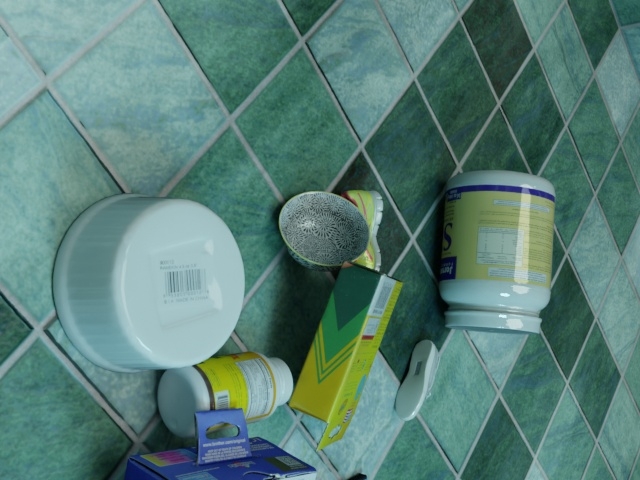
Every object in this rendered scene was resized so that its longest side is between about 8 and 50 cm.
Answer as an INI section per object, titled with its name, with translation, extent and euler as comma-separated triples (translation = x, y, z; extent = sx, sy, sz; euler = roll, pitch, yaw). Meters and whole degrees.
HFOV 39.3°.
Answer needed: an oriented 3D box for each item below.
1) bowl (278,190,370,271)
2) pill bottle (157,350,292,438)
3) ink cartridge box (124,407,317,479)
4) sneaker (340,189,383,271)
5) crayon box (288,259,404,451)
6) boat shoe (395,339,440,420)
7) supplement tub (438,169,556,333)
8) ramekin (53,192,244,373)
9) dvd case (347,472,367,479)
[bowl]
translation = 0.000, 0.000, 1.627
extent = 0.170, 0.170, 0.080
euler = -47, 165, -38
[pill bottle]
translation = -0.147, 0.243, 1.446
extent = 0.215, 0.117, 0.117
euler = -2, 90, -48
[ink cartridge box]
translation = -0.164, 0.454, 1.330
extent = 0.270, 0.151, 0.396
euler = 6, 100, -48
[sneaker]
translation = 0.061, -0.001, 1.727
extent = 0.094, 0.081, 0.209
euler = 13, 73, -38
[crayon box]
translation = 0.041, 0.202, 1.585
extent = 0.202, 0.081, 0.319
euler = 26, 84, -74
[boat shoe]
translation = 0.210, 0.301, 1.885
extent = 0.063, 0.066, 0.184
euler = 45, 47, -36
[supplement tub]
translation = 0.383, 0.031, 1.951
extent = 0.241, 0.241, 0.331
euler = 14, 78, -47
[ramekin]
translation = -0.242, 0.064, 1.337
extent = 0.277, 0.135, 0.277
euler = 2, 87, -48
[dvd case]
translation = 0.041, 0.596, 1.709
extent = 0.180, 0.022, 0.253
euler = -13, 98, -46
